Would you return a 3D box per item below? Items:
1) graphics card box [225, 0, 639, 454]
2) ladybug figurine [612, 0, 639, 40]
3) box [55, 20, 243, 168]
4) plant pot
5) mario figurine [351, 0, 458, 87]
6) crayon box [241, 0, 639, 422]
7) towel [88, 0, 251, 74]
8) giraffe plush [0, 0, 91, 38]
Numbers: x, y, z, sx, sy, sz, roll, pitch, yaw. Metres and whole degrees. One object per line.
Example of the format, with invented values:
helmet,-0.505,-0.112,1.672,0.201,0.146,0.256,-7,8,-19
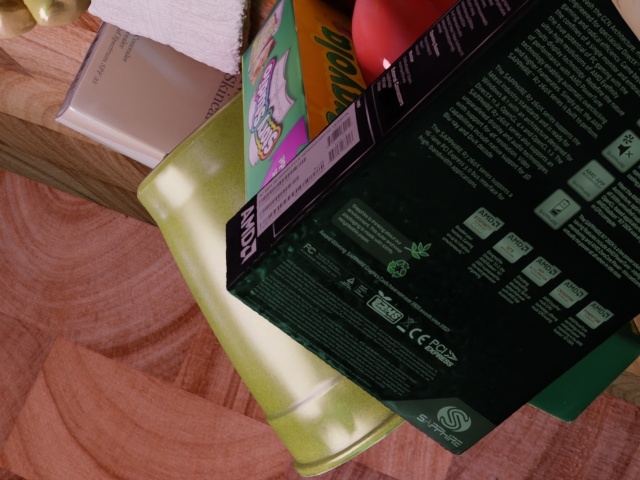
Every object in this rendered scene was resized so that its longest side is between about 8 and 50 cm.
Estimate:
graphics card box,0.141,-0.041,0.819,0.233,0.371,0.094,36,-158,-25
ladybug figurine,0.168,-0.196,0.344,0.162,0.305,0.449,-22,164,-1
box,-0.148,-0.145,1.525,0.311,0.148,0.121,25,170,-17
plant pot,0.000,0.000,1.357,0.353,0.366,0.366,49,167,-3
mario figurine,0.176,-0.148,0.987,0.320,0.170,0.198,17,137,-22
crayon box,0.088,-0.048,1.082,0.313,0.106,0.363,28,-154,-21
towel,-0.159,-0.251,1.283,0.187,0.049,0.282,24,170,0
giraffe plush,-0.264,-0.301,1.052,0.210,0.181,0.170,59,-177,39
